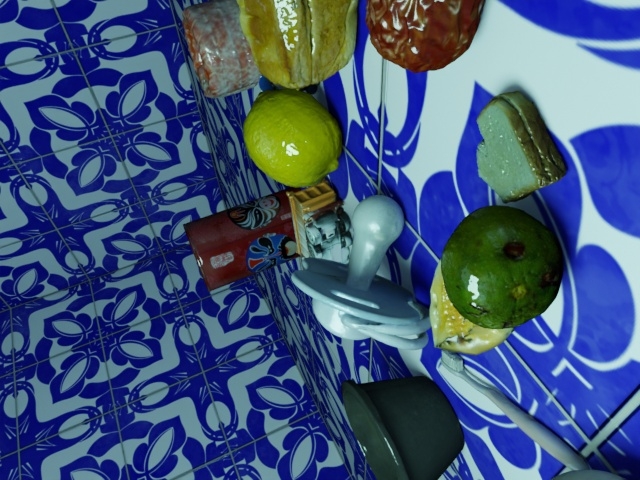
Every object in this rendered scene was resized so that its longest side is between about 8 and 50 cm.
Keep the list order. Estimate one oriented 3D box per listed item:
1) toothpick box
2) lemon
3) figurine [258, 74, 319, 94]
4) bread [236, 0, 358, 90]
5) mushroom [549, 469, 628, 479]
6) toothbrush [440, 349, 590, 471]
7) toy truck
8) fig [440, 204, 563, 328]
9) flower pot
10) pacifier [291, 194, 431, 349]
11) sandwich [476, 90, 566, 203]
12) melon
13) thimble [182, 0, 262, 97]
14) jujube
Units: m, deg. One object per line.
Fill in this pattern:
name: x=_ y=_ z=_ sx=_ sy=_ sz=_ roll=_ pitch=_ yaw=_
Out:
toothpick box: x=-0.190 y=-0.008 z=1.412 sx=0.204 sy=0.334 sz=0.204 roll=159 pitch=90 yaw=-76
lemon: x=-0.052 y=-0.195 z=0.961 sx=0.180 sy=0.193 sz=0.180 roll=-59 pitch=14 yaw=24
figurine: x=-0.061 y=-0.327 z=1.012 sx=0.149 sy=0.086 sz=0.087 roll=25 pitch=96 yaw=55
bread: x=-0.026 y=-0.361 z=0.672 sx=0.132 sy=0.167 sz=0.294 roll=34 pitch=148 yaw=26
mushroom: x=0.294 y=0.354 z=0.470 sx=0.246 sy=0.203 sz=0.245 roll=18 pitch=-110 yaw=-61
toothbrush: x=0.261 y=0.231 z=0.723 sx=0.307 sy=0.025 sz=0.029 roll=-144 pitch=44 yaw=-65
toy truck: x=0.000 y=0.000 z=1.173 sx=0.135 sy=0.114 sz=0.270 roll=50 pitch=156 yaw=43
fig: x=0.181 y=0.016 z=0.539 sx=0.156 sy=0.123 sz=0.123 roll=-109 pitch=4 yaw=-66
flower pot: x=0.167 y=0.369 z=0.985 sx=0.269 sy=0.166 sz=0.269 roll=56 pitch=160 yaw=32
pacifier: x=0.087 y=0.040 z=0.844 sx=0.299 sy=0.244 sz=0.232 roll=-61 pitch=-15 yaw=-80
sandwich: x=0.190 y=-0.092 z=0.506 sx=0.093 sy=0.036 sz=0.104 roll=144 pitch=105 yaw=-76
melon: x=0.198 y=0.077 z=0.659 sx=0.160 sy=0.079 sz=0.128 roll=96 pitch=168 yaw=-62
thimble: x=-0.257 y=-0.498 z=1.311 sx=0.239 sy=0.162 sz=0.239 roll=160 pitch=90 yaw=-75
jujube: x=0.102 y=-0.248 z=0.472 sx=0.176 sy=0.113 sz=0.109 roll=91 pitch=180 yaw=-54
